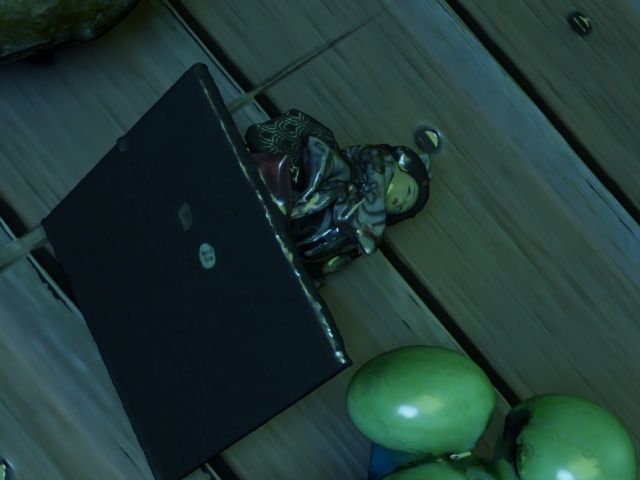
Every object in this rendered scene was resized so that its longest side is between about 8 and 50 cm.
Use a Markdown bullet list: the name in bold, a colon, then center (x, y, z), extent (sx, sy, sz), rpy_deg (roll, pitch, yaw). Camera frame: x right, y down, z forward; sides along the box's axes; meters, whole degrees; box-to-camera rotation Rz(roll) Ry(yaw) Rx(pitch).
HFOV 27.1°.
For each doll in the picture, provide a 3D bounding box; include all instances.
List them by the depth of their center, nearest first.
- **doll**: center (0.016, 0.187, 0.559), extent (0.198, 0.186, 0.322), rpy_deg (20, 33, 35)

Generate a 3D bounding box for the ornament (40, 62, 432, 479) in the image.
- **ornament**: center (0.000, 0.000, 0.679), extent (0.196, 0.166, 0.153), rpy_deg (-17, 75, -46)

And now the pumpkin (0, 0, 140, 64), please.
- **pumpkin**: center (-0.166, -0.173, 0.664), extent (0.218, 0.162, 0.219), rpy_deg (0, 50, 0)
